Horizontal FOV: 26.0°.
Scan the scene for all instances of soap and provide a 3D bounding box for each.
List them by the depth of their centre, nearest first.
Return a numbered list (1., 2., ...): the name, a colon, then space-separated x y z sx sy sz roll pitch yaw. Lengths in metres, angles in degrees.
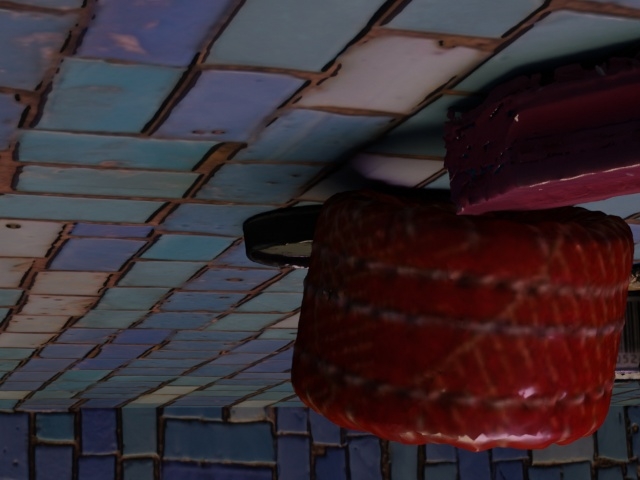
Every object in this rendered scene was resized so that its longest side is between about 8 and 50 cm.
1. soap: 0.222 -0.087 1.170 0.250 0.099 0.162 -10 172 31

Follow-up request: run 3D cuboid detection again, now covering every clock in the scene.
1. clock: 0.000 0.000 1.635 0.184 0.040 0.184 -3 168 -1

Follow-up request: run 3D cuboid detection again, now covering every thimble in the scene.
1. thimble: 0.141 0.070 1.403 0.350 0.231 0.350 6 -175 -1

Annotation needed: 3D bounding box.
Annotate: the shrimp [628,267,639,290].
1. shrimp: 0.441 0.041 1.930 0.178 0.034 0.124 -10 159 40

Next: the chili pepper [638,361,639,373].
1. chili pepper: 0.589 0.158 1.955 0.256 0.249 0.233 -3 171 -30

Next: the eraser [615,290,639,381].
1. eraser: 0.359 0.143 2.077 0.332 0.155 0.101 -2 169 -2

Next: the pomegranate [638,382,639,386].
1. pomegranate: 0.637 0.207 2.293 0.248 0.248 0.248 -2 167 0
